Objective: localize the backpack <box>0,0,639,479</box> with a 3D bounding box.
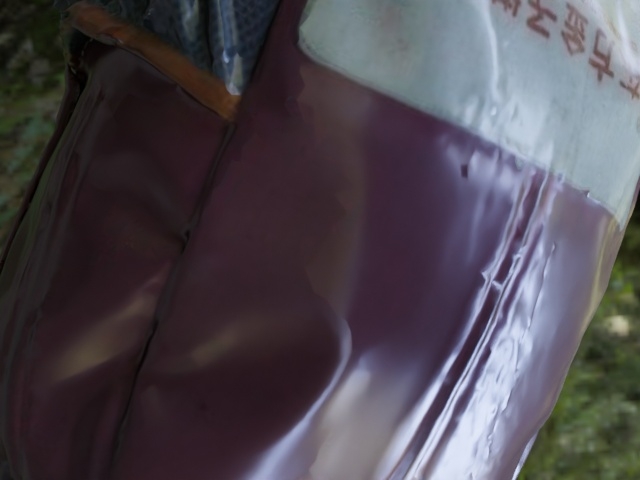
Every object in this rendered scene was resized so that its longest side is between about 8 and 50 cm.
[{"bbox_3d":[0.000,0.000,0.564,0.283,0.197,0.317,20,91,-40],"label":"backpack"}]
